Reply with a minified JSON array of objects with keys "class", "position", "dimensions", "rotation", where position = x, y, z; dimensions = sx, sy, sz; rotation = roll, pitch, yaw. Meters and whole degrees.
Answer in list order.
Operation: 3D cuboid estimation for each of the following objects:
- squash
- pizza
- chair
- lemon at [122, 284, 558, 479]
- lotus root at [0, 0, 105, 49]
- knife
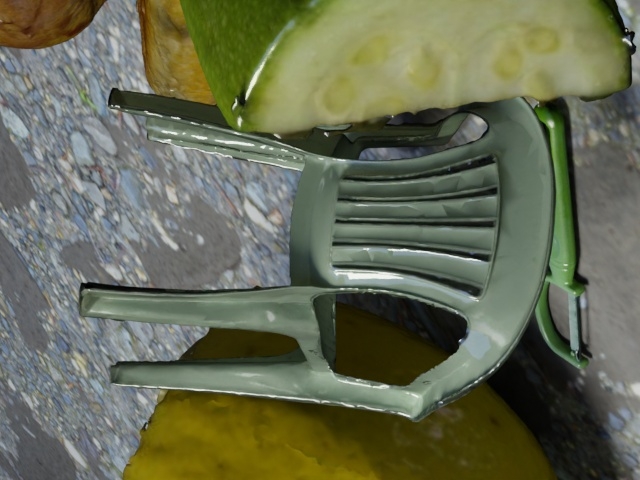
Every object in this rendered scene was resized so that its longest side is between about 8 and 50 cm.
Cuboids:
[{"class":"squash","position":[0.020,-0.185,0.832],"dimensions":[0.288,0.203,0.111],"rotation":[-103,7,-45]},{"class":"pizza","position":[-0.088,-0.203,1.169],"dimensions":[0.335,0.086,0.226],"rotation":[122,144,-81]},{"class":"chair","position":[0.000,0.000,1.057],"dimensions":[0.190,0.275,0.203],"rotation":[77,-163,-77]},{"class":"lemon","position":[0.023,0.227,1.243],"dimensions":[0.364,0.364,0.364],"rotation":[37,146,30]},{"class":"lotus root","position":[-0.216,-0.224,1.278],"dimensions":[0.199,0.188,0.180],"rotation":[55,170,43]},{"class":"knife","position":[0.152,-0.006,1.124],"dimensions":[0.054,0.015,0.212],"rotation":[37,148,44]}]
